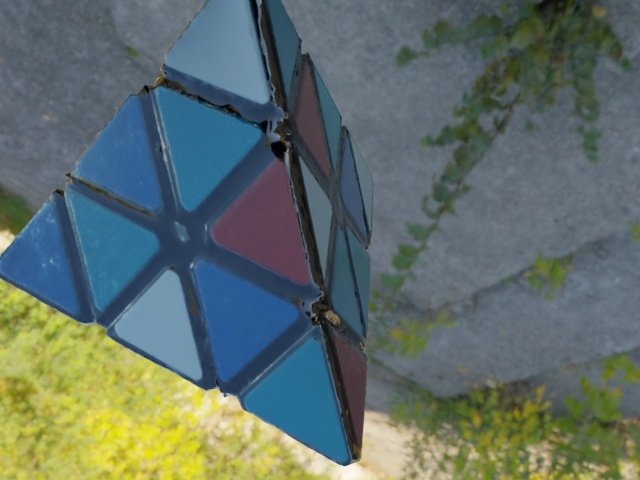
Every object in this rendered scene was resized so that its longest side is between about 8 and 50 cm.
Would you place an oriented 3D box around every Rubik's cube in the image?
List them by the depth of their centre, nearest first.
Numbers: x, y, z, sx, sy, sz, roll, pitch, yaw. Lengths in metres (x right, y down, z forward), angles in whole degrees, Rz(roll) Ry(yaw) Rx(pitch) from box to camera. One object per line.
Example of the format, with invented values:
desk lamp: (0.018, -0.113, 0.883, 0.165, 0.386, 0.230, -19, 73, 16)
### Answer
Rubik's cube: (0.000, 0.000, 0.627, 0.250, 0.234, 0.284, 49, 120, 12)
